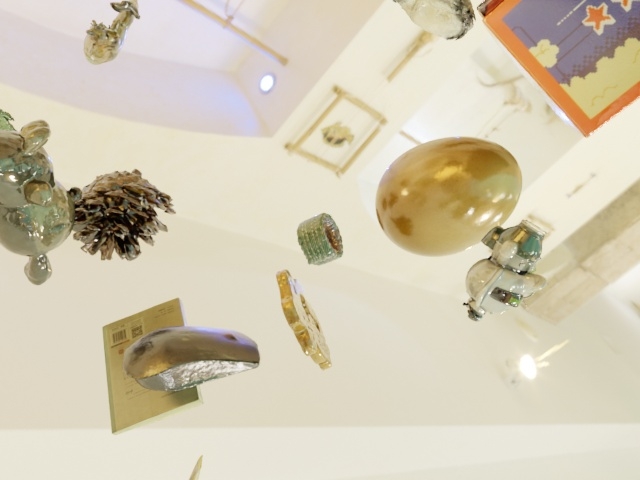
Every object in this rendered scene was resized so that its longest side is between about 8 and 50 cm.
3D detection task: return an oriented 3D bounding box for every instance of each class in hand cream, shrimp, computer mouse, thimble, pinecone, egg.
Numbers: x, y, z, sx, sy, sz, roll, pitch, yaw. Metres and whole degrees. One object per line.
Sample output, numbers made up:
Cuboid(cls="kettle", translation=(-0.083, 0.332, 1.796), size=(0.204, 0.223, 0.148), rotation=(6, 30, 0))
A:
Cuboid(cls="hand cream", translation=(-0.234, 0.443, 1.067), size=(0.022, 0.102, 0.035), rotation=(18, -163, -13))
Cuboid(cls="shrimp", translation=(-0.377, -0.392, 1.080), size=(0.059, 0.145, 0.254), rotation=(40, 167, -19))
Cuboid(cls="computer mouse", translation=(-0.271, 0.232, 1.248), size=(0.296, 0.087, 0.168), rotation=(-7, -160, -28))
Cuboid(cls="thimble", translation=(0.000, -0.002, 1.609), size=(0.118, 0.090, 0.135), rotation=(5, -114, -63))
Cuboid(cls="pinecone", translation=(-0.568, -0.070, 1.662), size=(0.295, 0.299, 0.242), rotation=(-55, -44, -37))
Cuboid(cls="egg", translation=(0.271, -0.097, 1.257), size=(0.250, 0.323, 0.250), rotation=(32, -134, -40))

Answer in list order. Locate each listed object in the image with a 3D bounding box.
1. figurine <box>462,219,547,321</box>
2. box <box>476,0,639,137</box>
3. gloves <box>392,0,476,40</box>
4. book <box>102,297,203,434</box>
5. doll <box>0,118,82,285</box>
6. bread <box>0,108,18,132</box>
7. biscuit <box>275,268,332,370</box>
Cuboid(cls="figurine", translation=(0.309, 0.057, 0.983), size=(0.126, 0.192, 0.147), rotation=(38, -163, 17))
Cuboid(cls="box", translation=(0.469, -0.368, 0.942), size=(0.256, 0.319, 0.349), rotation=(52, -155, 3))
Cuboid(cls="gloves", translation=(0.192, -0.400, 0.962), size=(0.153, 0.070, 0.114), rotation=(41, 161, -4))
Cuboid(cls="book", translation=(-0.397, 0.282, 1.352), size=(0.025, 0.215, 0.282), rotation=(69, -179, -55))
Cuboid(cls="doll", translation=(-0.751, -0.087, 1.331), size=(0.379, 0.382, 0.252), rotation=(-4, -142, -15))
Cuboid(cls="bread", translation=(-0.855, -0.270, 1.457), size=(0.110, 0.102, 0.156), rotation=(13, -145, 39))
Cuboid(cls="biscuit", translation=(-0.035, 0.169, 1.210), size=(0.248, 0.035, 0.184), rotation=(61, -171, -49))
